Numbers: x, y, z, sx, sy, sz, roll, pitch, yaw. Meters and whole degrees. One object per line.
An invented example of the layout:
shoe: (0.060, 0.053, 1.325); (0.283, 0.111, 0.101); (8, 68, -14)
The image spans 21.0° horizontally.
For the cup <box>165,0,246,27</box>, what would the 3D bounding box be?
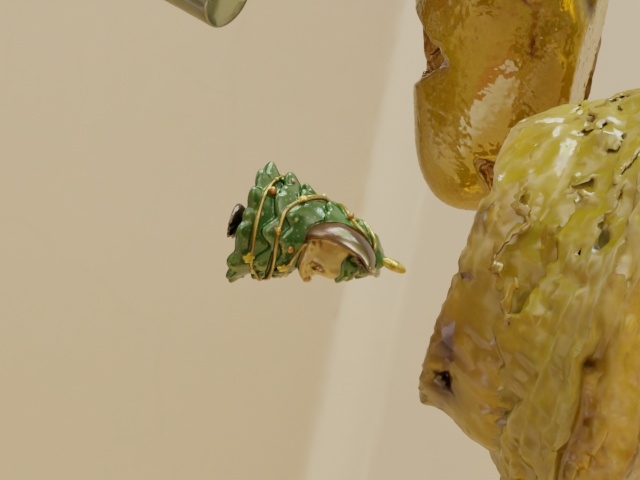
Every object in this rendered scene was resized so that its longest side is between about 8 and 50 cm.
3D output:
cup: (-0.090, -0.200, 1.236); (0.083, 0.054, 0.075); (34, -90, 25)

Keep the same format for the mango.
mango: (0.149, -0.144, 1.420); (0.167, 0.130, 0.262); (20, -66, 31)

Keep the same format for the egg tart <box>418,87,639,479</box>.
egg tart: (0.130, 0.028, 0.900); (0.294, 0.123, 0.294); (16, 90, -83)

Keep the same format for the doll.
doll: (-0.002, -0.011, 1.087); (0.078, 0.113, 0.077); (44, 47, -83)
